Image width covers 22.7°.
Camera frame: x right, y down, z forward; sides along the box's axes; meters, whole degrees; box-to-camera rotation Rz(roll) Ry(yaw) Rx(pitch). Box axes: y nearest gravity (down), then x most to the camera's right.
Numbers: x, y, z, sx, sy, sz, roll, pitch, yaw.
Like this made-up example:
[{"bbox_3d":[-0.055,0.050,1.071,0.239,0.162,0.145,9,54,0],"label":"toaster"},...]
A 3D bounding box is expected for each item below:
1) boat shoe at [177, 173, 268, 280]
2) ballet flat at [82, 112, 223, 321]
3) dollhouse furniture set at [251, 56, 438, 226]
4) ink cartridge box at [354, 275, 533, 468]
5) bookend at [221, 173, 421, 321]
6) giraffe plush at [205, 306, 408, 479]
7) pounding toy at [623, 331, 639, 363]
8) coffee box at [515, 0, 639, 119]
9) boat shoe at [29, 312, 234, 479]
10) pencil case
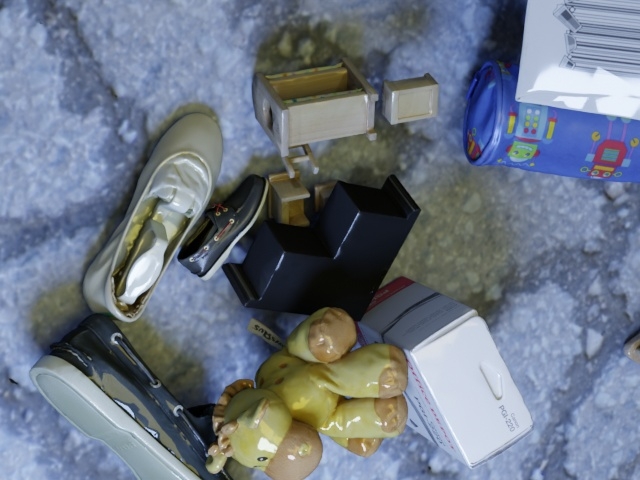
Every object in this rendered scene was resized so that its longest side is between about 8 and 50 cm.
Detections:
[{"bbox_3d":[-0.106,-0.020,1.750,0.042,0.049,0.133,37,90,-28],"label":"boat shoe"},{"bbox_3d":[-0.169,-0.021,1.711,0.086,0.086,0.248,29,88,-20],"label":"ballet flat"},{"bbox_3d":[0.025,-0.114,1.778,0.182,0.101,0.161,-11,126,-18],"label":"dollhouse furniture set"},{"bbox_3d":[0.129,0.142,1.764,0.092,0.218,0.158,-32,106,-13],"label":"ink cartridge box"},{"bbox_3d":[0.000,0.000,1.728,0.157,0.072,0.156,8,122,-34],"label":"bookend"},{"bbox_3d":[-0.032,0.177,1.664,0.170,0.210,0.181,-45,146,-45],"label":"giraffe plush"},{"bbox_3d":[0.501,0.068,1.915,0.269,0.155,0.154,-45,114,-8],"label":"pounding toy"},{"bbox_3d":[0.397,-0.325,1.630,0.338,0.334,0.337,9,116,9],"label":"coffee box"},{"bbox_3d":[-0.162,0.209,1.732,0.340,0.127,0.113,44,60,-18],"label":"boat shoe"},{"bbox_3d":[0.311,-0.135,1.840,0.306,0.133,0.119,5,133,-19],"label":"pencil case"}]
